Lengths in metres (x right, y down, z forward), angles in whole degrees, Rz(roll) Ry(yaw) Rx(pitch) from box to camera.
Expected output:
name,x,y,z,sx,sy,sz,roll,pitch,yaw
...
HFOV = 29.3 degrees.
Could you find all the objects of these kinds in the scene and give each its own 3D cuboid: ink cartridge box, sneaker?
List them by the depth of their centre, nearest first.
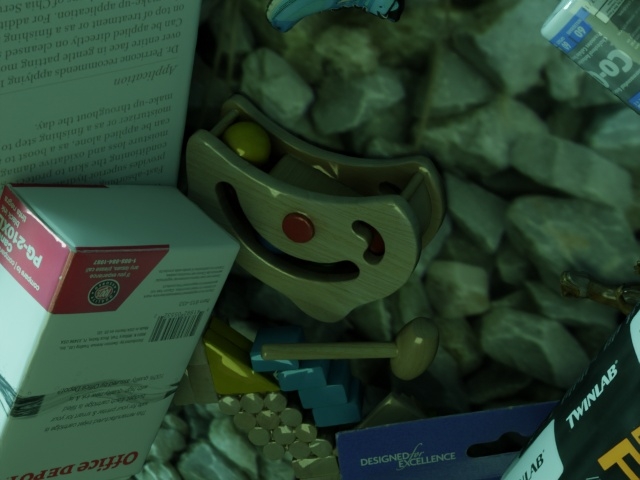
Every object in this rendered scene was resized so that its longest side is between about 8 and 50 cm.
name,x,y,z,sx,sy,sz,roll,pitch,yaw
sneaker,0.029,-0.189,0.927,0.162,0.063,0.073,-20,113,32
ink cartridge box,-0.191,0.080,0.969,0.100,0.172,0.237,39,115,33
ink cartridge box,0.177,0.286,1.076,0.304,0.072,0.307,-8,121,-2

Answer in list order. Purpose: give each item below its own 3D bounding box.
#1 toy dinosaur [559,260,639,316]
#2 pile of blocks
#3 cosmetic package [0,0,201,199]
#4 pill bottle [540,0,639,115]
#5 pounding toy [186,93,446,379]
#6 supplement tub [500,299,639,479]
name,x,y,z,sx,sy,sz,roll,pitch,yaw
toy dinosaur,0.293,0.074,0.984,0.211,0.064,0.112,40,140,6
pile of blocks,0.013,0.148,1.121,0.362,0.112,0.149,40,115,-13
cosmetic package,-0.248,-0.068,0.997,0.161,0.230,0.453,40,133,34
pill bottle,0.231,-0.134,0.861,0.137,0.078,0.078,39,127,-2
pounding toy,0.000,0.000,0.997,0.270,0.155,0.154,34,131,1
supplement tub,0.275,0.136,0.864,0.194,0.193,0.316,31,124,4
